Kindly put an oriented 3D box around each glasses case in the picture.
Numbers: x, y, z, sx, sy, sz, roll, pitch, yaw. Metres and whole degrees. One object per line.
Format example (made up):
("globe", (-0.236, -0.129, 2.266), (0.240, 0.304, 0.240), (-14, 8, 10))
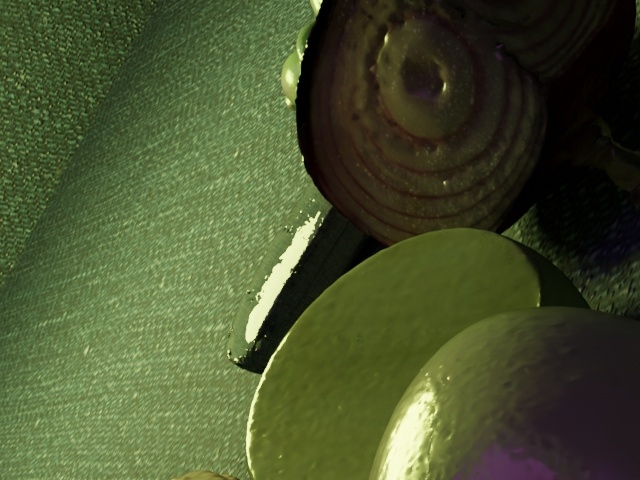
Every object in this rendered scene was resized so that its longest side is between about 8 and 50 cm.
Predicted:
("glasses case", (0.000, 0.000, 1.583), (0.282, 0.067, 0.109), (-57, 17, 0))

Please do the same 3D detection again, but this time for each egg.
("egg", (0.127, 0.111, 0.868), (0.271, 0.206, 0.162), (141, 132, -64))

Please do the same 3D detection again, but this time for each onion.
("onion", (0.119, -0.128, 1.277), (0.256, 0.272, 0.230), (-33, 4, 39))

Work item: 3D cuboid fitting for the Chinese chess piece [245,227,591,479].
("Chinese chess piece", (0.069, 0.110, 1.100), (0.250, 0.101, 0.250), (-30, 34, 23))

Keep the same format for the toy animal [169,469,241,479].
("toy animal", (-0.110, 0.324, 1.167), (0.226, 0.188, 0.358), (-25, 49, 61))

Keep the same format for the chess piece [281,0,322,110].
("chess piece", (0.016, -0.212, 1.814), (0.272, 0.139, 0.139), (-47, 19, 57))
